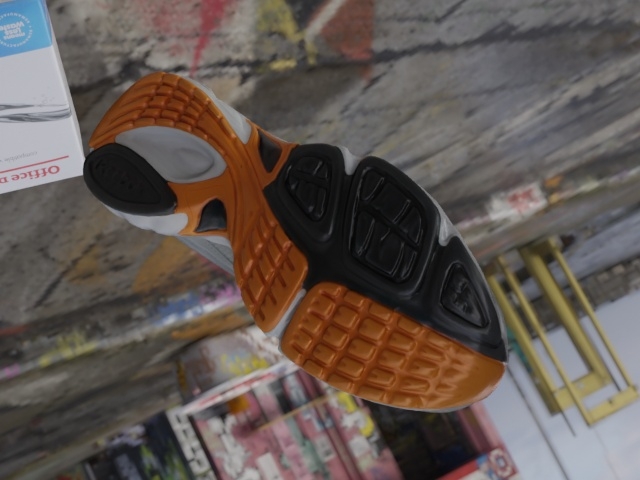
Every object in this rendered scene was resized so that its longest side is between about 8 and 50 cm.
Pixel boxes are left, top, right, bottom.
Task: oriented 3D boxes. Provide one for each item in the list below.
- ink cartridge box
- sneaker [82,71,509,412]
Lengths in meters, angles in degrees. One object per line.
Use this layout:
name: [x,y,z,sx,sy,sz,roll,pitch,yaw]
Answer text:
ink cartridge box: [-0.220,-0.090,0.703,0.104,0.060,0.180,-14,135,-10]
sneaker: [0.000,0.000,0.533,0.099,0.262,0.121,-56,145,3]
